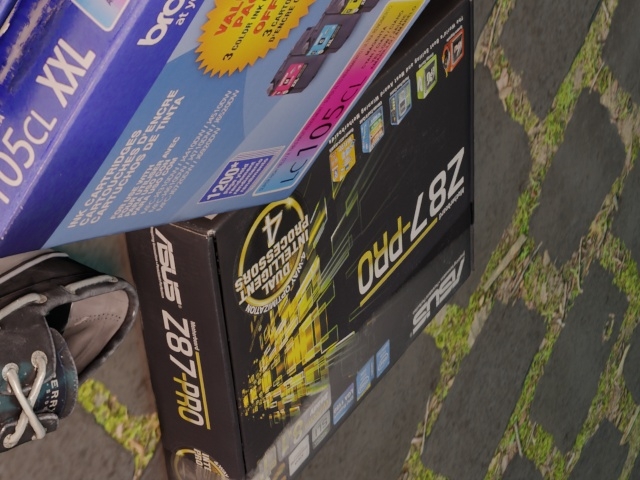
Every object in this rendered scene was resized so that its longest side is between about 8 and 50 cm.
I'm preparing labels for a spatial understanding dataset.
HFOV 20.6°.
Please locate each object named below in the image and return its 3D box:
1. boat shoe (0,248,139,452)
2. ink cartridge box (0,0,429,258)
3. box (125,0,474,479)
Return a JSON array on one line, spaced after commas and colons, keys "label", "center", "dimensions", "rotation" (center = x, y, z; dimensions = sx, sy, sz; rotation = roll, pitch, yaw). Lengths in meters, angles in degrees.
[{"label": "boat shoe", "center": [-0.204, 0.085, 1.108], "dimensions": [0.301, 0.102, 0.108], "rotation": [-43, 143, -65]}, {"label": "ink cartridge box", "center": [-0.104, -0.143, 1.082], "dimensions": [0.395, 0.151, 0.270], "rotation": [-12, 143, -57]}, {"label": "box", "center": [0.000, 0.000, 1.498], "dimensions": [0.395, 0.097, 0.318], "rotation": [-45, 145, -41]}]
